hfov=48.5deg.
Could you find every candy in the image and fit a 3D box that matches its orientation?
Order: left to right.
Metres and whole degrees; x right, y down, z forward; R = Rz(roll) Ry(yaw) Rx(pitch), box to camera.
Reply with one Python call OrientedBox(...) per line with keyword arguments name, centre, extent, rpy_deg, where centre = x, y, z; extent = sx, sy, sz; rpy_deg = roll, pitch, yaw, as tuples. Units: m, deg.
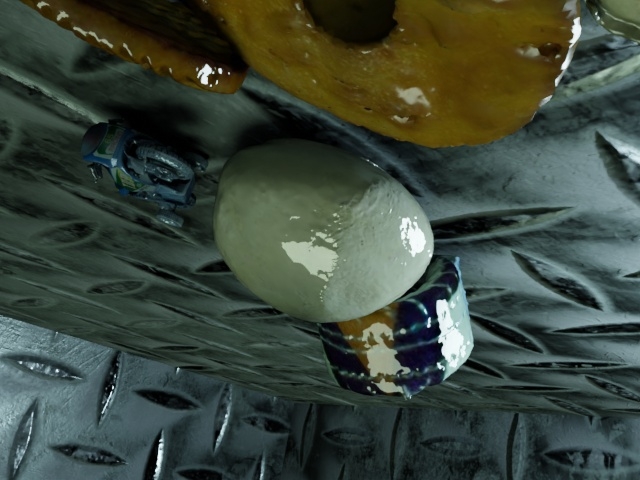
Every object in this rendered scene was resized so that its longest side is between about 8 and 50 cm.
OrientedBox(name="candy", centre=(0.000, 0.000, 0.856), extent=(0.295, 0.185, 0.295), rpy_deg=(14, 163, 4))

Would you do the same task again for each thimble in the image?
OrientedBox(name="thimble", centre=(0.112, 0.114, 1.042), extent=(0.237, 0.150, 0.237), rpy_deg=(-12, -162, 4))

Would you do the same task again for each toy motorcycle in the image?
OrientedBox(name="toy motorcycle", centre=(-0.218, -0.085, 0.877), extent=(0.135, 0.092, 0.254), rpy_deg=(22, 168, -5))

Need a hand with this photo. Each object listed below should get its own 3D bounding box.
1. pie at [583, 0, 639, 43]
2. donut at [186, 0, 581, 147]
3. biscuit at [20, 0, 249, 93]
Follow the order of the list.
OrientedBox(name="pie", centre=(0.264, -0.194, 0.352), extent=(0.337, 0.075, 0.337), rpy_deg=(15, 161, 5))
OrientedBox(name="donut", centre=(0.029, -0.169, 0.409), extent=(0.277, 0.109, 0.277), rpy_deg=(26, 168, 6))
OrientedBox(name="biscuit", centre=(-0.133, -0.156, 0.503), extent=(0.176, 0.031, 0.228), rpy_deg=(40, -162, 25))
